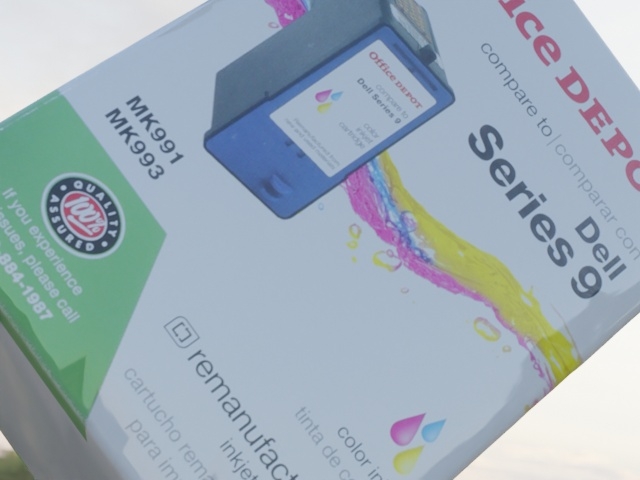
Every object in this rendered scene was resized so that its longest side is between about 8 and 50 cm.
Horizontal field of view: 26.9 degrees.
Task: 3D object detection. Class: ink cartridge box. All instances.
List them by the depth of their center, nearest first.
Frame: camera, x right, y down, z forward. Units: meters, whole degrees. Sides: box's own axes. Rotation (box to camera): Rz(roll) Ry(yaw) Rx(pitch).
[{"bbox_3d":[0.000,0.000,0.418,0.212,0.154,0.093,-35,0,-28],"label":"ink cartridge box"}]
